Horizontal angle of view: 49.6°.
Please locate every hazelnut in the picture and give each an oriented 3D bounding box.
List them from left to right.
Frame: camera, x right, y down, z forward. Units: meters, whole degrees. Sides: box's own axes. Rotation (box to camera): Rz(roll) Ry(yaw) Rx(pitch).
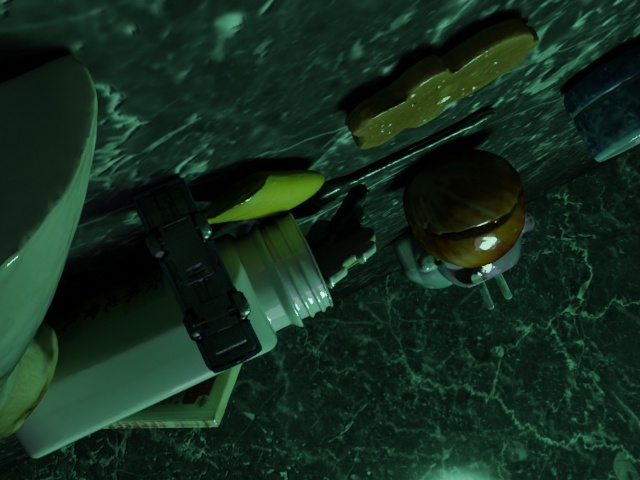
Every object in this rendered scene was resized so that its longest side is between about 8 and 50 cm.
[{"bbox_3d":[0.208,-0.054,0.986,0.182,0.182,0.182,-27,171,-5],"label":"hazelnut"}]

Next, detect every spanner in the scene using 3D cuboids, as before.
[{"bbox_3d":[0.101,-0.100,0.838,0.254,0.015,0.054,-26,170,-8],"label":"spanner"}]

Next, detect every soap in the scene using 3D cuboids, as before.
[{"bbox_3d":[-0.055,-0.042,0.649,0.089,0.033,0.168,-31,172,22],"label":"soap"}]

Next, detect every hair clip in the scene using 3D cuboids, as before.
[{"bbox_3d":[0.004,0.006,0.846,0.146,0.056,0.187,10,-131,50],"label":"hair clip"}]

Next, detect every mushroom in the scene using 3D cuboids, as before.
[{"bbox_3d":[-0.234,0.058,0.429,0.177,0.126,0.397,-31,171,-35],"label":"mushroom"}]

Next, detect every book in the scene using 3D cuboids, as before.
[{"bbox_3d":[-0.193,0.142,0.786,0.231,0.022,0.162,-6,-141,20],"label":"book"}]

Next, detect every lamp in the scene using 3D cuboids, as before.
[{"bbox_3d":[0.318,0.038,1.548,0.247,0.248,0.301,-20,176,-25],"label":"lamp"}]

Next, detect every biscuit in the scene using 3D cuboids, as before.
[{"bbox_3d":[0.103,-0.138,0.601,0.184,0.027,0.133,-32,169,16],"label":"biscuit"}]

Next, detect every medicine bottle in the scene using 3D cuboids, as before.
[{"bbox_3d":[-0.153,0.086,0.709,0.324,0.124,0.179,-23,-163,-3],"label":"medicine bottle"}]

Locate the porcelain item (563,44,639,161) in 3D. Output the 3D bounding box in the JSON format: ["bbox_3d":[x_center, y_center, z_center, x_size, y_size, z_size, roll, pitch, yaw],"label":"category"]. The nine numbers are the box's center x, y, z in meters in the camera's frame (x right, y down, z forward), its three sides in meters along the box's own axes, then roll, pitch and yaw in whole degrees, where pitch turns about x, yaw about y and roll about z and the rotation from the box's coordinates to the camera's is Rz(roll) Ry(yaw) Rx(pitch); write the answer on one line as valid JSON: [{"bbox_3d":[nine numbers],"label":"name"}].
[{"bbox_3d":[0.414,-0.189,0.937,0.147,0.114,0.147,-25,172,-4],"label":"porcelain item"}]

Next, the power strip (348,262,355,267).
[{"bbox_3d":[-0.048,0.061,1.214,0.106,0.043,0.367,-35,168,35],"label":"power strip"}]

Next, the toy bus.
[{"bbox_3d":[-0.098,0.028,0.551,0.051,0.153,0.061,-24,176,-14],"label":"toy bus"}]
